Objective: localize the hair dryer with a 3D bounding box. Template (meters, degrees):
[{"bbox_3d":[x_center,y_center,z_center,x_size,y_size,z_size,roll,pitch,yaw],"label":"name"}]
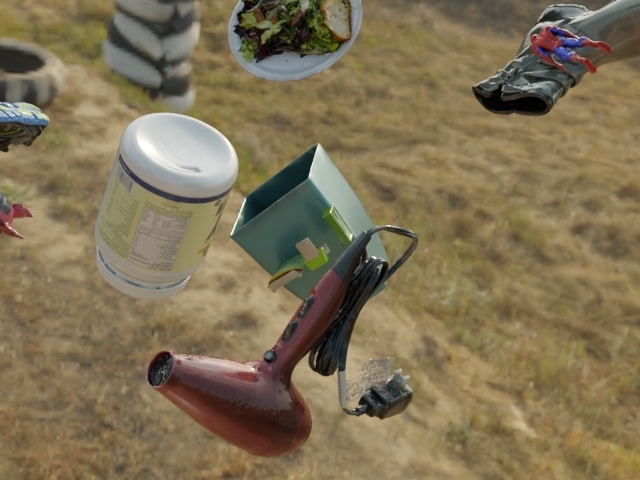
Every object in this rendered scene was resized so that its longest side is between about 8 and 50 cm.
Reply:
[{"bbox_3d":[-0.035,0.104,1.058,0.293,0.224,0.080,-17,25,-32],"label":"hair dryer"}]

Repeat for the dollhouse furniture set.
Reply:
[{"bbox_3d":[-0.028,0.012,1.665,0.151,0.058,0.076,-31,15,21],"label":"dollhouse furniture set"}]

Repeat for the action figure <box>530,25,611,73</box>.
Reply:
[{"bbox_3d":[0.245,-0.193,1.097,0.030,0.038,0.115,31,5,-32],"label":"action figure"}]

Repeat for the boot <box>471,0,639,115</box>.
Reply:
[{"bbox_3d":[0.293,-0.196,1.220,0.161,0.083,0.246,-48,25,-21],"label":"boot"}]

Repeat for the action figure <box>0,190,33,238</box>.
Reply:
[{"bbox_3d":[-0.553,-0.110,1.461,0.370,0.276,0.248,21,11,-28],"label":"action figure"}]

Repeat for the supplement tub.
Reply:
[{"bbox_3d":[-0.316,-0.064,2.175,0.235,0.325,0.235,16,37,-12],"label":"supplement tub"}]

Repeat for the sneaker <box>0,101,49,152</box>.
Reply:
[{"bbox_3d":[-0.479,-0.168,1.627,0.067,0.078,0.188,36,14,18],"label":"sneaker"}]

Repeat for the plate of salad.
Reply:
[{"bbox_3d":[-0.040,-0.316,1.552,0.200,0.200,0.048,20,-17,23],"label":"plate of salad"}]

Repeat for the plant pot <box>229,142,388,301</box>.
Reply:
[{"bbox_3d":[0.000,0.000,1.789,0.234,0.165,0.166,49,21,-15],"label":"plant pot"}]
